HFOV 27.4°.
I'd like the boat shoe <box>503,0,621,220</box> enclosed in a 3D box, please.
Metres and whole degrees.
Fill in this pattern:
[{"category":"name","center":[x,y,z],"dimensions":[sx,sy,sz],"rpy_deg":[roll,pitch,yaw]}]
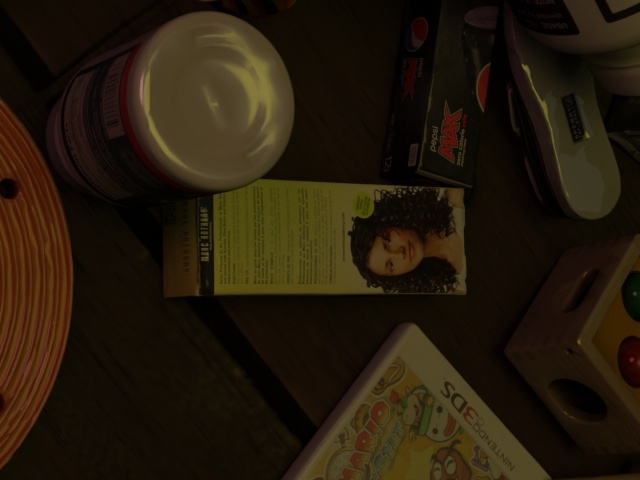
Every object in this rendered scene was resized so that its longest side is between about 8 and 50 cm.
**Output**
[{"category":"boat shoe","center":[0.184,-0.121,1.083],"dimensions":[0.078,0.070,0.219],"rpy_deg":[-16,98,-24]}]

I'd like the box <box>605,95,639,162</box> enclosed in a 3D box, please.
[{"category":"box","center":[0.406,-0.186,1.086],"dimensions":[0.076,0.307,0.242],"rpy_deg":[34,70,-30]}]

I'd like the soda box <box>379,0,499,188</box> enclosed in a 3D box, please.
[{"category":"soda box","center":[0.095,-0.126,1.038],"dimensions":[0.060,0.053,0.169],"rpy_deg":[14,79,-30]}]

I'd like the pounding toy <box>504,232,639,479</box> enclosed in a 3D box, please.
[{"category":"pounding toy","center":[0.254,0.133,1.077],"dimensions":[0.206,0.094,0.181],"rpy_deg":[50,55,-18]}]

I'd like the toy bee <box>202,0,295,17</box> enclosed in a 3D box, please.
[{"category":"toy bee","center":[-0.019,-0.225,0.822],"dimensions":[0.162,0.298,0.195],"rpy_deg":[34,85,14]}]

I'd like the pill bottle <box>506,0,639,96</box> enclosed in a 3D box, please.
[{"category":"pill bottle","center":[0.184,-0.261,0.928],"dimensions":[0.181,0.181,0.323],"rpy_deg":[-54,126,-23]}]

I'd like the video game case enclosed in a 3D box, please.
[{"category":"video game case","center":[0.067,0.214,1.009],"dimensions":[0.206,0.026,0.227],"rpy_deg":[48,64,-19]}]

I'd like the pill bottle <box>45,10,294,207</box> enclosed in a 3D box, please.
[{"category":"pill bottle","center":[-0.105,-0.076,0.835],"dimensions":[0.108,0.180,0.108],"rpy_deg":[2,85,-32]}]

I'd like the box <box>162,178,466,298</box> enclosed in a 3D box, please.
[{"category":"box","center":[0.000,0.000,0.966],"dimensions":[0.232,0.058,0.087],"rpy_deg":[0,86,-31]}]

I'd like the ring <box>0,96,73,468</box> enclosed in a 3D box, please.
[{"category":"ring","center":[-0.311,0.025,0.789],"dimensions":[0.336,0.032,0.336],"rpy_deg":[2,85,-31]}]
